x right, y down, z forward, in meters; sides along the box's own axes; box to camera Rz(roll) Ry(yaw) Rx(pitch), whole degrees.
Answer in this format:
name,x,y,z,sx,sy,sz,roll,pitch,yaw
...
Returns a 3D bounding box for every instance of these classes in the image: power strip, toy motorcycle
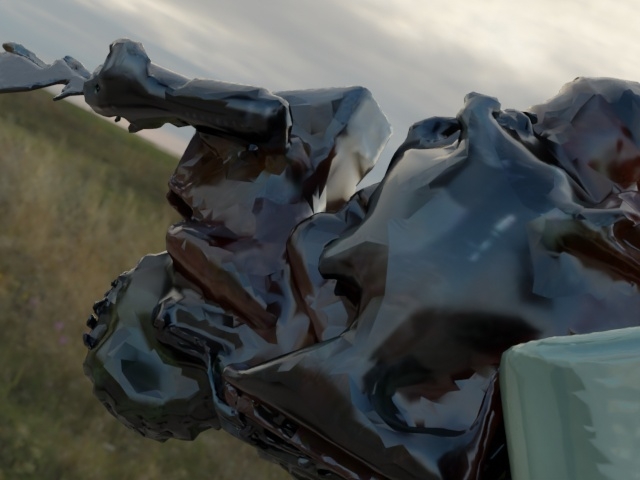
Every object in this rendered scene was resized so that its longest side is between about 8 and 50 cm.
name,x,y,z,sx,sy,sz,roll,pitch,yaw
power strip,0.238,0.027,0.304,0.385,0.062,0.091,-10,-12,14
toy motorcycle,0.000,0.000,0.521,0.401,0.207,0.134,17,-20,35
